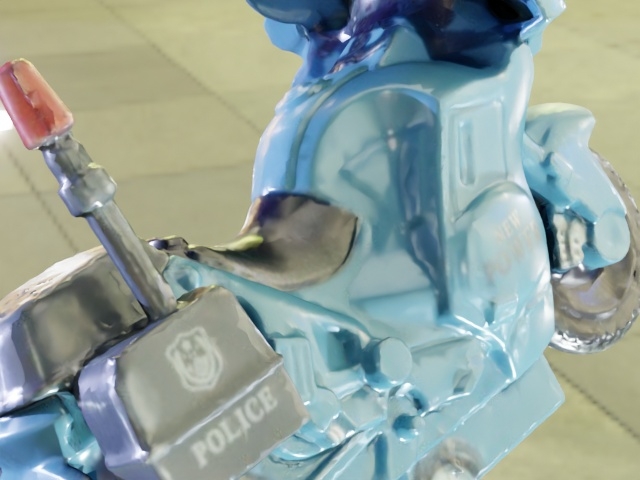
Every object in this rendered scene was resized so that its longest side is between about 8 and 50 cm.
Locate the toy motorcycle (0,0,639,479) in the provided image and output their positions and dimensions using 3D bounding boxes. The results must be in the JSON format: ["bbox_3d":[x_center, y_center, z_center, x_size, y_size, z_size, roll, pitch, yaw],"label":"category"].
[{"bbox_3d":[0.000,0.000,0.490,0.272,0.182,0.123,-36,10,-39],"label":"toy motorcycle"}]
